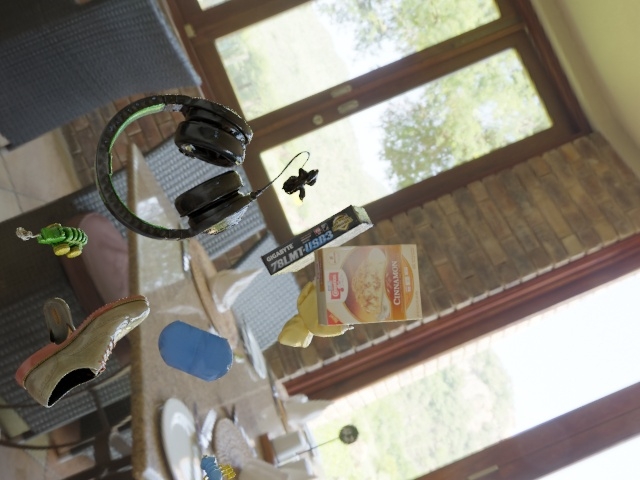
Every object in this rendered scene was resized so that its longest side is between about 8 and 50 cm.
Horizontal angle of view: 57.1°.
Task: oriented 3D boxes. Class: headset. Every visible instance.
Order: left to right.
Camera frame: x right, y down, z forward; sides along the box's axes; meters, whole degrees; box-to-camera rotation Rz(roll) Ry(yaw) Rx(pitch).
[{"bbox_3d":[-0.194,-0.120,1.050,0.185,0.394,0.243,170,-81,-67],"label":"headset"}]

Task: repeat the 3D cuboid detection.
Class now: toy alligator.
[{"bbox_3d":[-0.500,-0.009,1.131,0.056,0.051,0.189,62,5,13],"label":"toy alligator"}]

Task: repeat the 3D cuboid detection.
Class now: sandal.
[{"bbox_3d":[-0.703,0.264,1.614,0.060,0.090,0.219,-89,162,-83],"label":"sandal"}]

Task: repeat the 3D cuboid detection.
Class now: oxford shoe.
[{"bbox_3d":[-0.545,0.269,1.433,0.130,0.348,0.123,37,-30,25],"label":"oxford shoe"}]

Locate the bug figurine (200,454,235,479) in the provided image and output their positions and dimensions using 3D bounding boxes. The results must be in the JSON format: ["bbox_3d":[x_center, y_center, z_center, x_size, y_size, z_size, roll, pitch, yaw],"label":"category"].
[{"bbox_3d":[-0.320,0.641,1.409,0.216,0.279,0.072,30,-35,49],"label":"bug figurine"}]

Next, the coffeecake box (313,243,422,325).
[{"bbox_3d":[0.087,0.083,1.103,0.068,0.185,0.142,155,-68,-73],"label":"coffeecake box"}]

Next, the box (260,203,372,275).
[{"bbox_3d":[0.000,0.000,1.712,0.073,0.295,0.293,60,10,7],"label":"box"}]

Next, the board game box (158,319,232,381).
[{"bbox_3d":[-0.270,0.236,1.292,0.033,0.168,0.133,-70,-178,-61],"label":"board game box"}]

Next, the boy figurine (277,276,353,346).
[{"bbox_3d":[0.013,0.176,1.494,0.177,0.285,0.092,48,7,32],"label":"boy figurine"}]
